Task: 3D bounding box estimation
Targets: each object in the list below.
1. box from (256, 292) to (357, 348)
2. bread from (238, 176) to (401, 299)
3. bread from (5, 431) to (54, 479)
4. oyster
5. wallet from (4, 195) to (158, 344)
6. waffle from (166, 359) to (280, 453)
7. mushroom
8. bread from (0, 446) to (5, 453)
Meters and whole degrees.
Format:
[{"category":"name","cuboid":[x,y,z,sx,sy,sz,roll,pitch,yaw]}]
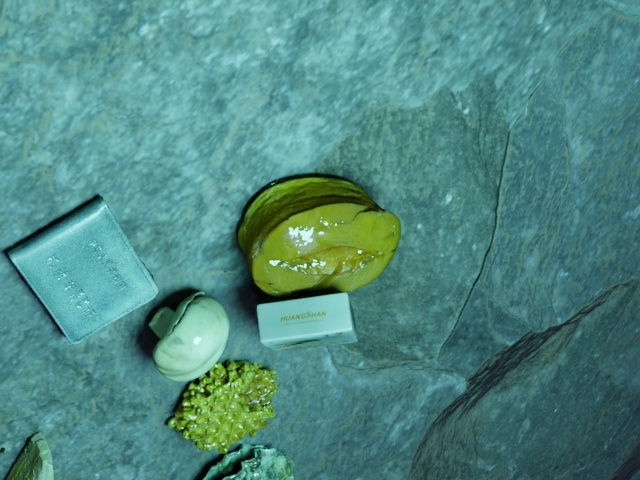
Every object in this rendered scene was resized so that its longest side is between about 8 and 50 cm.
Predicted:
[{"category":"box","cuboid":[-0.018,0.139,1.822,0.149,0.067,0.233,-10,169,3]},{"category":"bread","cuboid":[0.000,0.000,1.774,0.270,0.142,0.195,-3,129,-35]},{"category":"bread","cuboid":[-0.496,0.404,1.819,0.105,0.077,0.152,-17,133,-25]},{"category":"oyster","cuboid":[-0.126,0.494,2.145,0.268,0.112,0.198,13,118,-46]},{"category":"wallet","cuboid":[-0.349,0.050,1.641,0.167,0.036,0.222,-31,138,-9]},{"category":"waffle","cuboid":[-0.164,0.297,1.970,0.197,0.070,0.193,-50,137,12]},{"category":"mushroom","cuboid":[-0.218,0.156,1.777,0.154,0.122,0.154,-58,172,-13]},{"category":"bread","cuboid":[-0.565,0.373,1.703,0.140,0.169,0.160,-38,154,-4]}]
